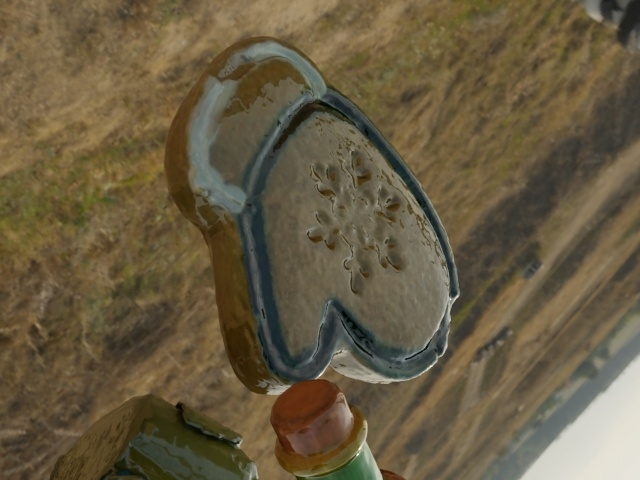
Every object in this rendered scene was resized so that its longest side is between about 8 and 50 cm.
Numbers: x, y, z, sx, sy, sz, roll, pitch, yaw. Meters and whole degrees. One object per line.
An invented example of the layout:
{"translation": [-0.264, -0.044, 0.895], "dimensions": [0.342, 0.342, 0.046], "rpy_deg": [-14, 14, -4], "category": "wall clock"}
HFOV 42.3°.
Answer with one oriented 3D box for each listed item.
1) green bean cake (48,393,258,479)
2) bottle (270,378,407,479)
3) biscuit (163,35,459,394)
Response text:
{"translation": [-0.191, 0.330, 0.806], "dimensions": [0.285, 0.202, 0.310], "rpy_deg": [-34, -155, 57], "category": "green bean cake"}
{"translation": [0.026, 0.149, 0.408], "dimensions": [0.069, 0.069, 0.187], "rpy_deg": [-38, 119, -29], "category": "bottle"}
{"translation": [0.001, -0.001, 0.716], "dimensions": [0.057, 0.343, 0.287], "rpy_deg": [-19, -149, 43], "category": "biscuit"}
